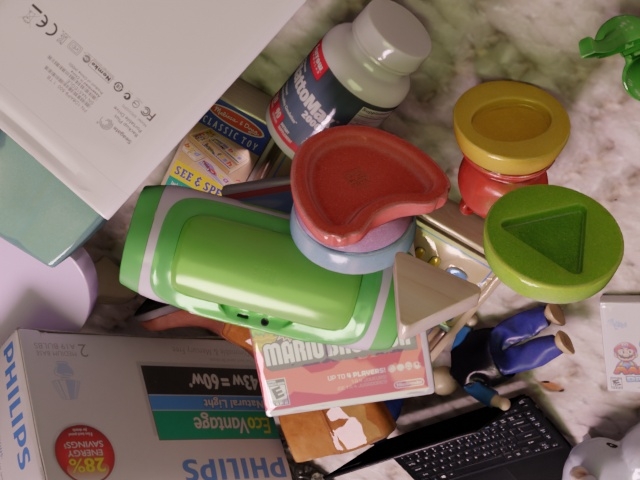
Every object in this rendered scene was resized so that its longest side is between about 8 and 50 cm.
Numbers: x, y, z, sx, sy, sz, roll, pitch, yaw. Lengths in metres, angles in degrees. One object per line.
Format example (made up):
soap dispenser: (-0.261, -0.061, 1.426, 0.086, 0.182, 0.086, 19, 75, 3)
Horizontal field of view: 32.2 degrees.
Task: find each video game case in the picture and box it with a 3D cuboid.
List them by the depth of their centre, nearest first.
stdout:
video game case: (0.012, 0.059, 1.274, 0.204, 0.025, 0.285, -9, 108, 4)
video game case: (0.416, 0.125, 1.319, 0.157, 0.019, 0.143, -1, 126, 21)

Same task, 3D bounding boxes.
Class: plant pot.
plant pot: (-0.269, -0.097, 1.225, 0.166, 0.165, 0.234, 32, 93, -6)

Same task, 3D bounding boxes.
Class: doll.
doll: (0.213, 0.146, 1.357, 0.189, 0.129, 0.046, -27, 152, 28)

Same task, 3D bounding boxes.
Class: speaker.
speaker: (-0.056, 0.030, 1.186, 0.297, 0.131, 0.131, 14, 131, -4)

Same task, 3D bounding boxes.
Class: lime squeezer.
lime squeezer: (0.322, -0.157, 1.087, 0.059, 0.110, 0.310, -36, 141, 20)

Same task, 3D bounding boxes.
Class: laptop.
laptop: (0.184, 0.301, 1.442, 0.234, 0.136, 0.264, -24, 122, 31)

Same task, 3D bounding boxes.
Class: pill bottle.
pill bottle: (0.031, -0.166, 1.172, 0.108, 0.108, 0.180, 36, 129, -10)

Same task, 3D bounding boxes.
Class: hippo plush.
hippo plush: (0.414, 0.343, 1.407, 0.294, 0.234, 0.236, -31, 81, 20)

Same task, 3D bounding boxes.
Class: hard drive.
hard drive: (-0.182, -0.228, 1.107, 0.233, 0.047, 0.353, 42, 95, -8)

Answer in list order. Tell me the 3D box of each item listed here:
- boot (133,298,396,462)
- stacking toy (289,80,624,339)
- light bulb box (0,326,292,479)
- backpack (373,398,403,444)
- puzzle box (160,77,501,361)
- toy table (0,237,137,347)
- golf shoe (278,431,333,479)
boot: (-0.071, 0.155, 1.397, 0.264, 0.096, 0.280, -17, 114, 15)
stacking toy: (0.133, -0.004, 1.112, 0.309, 0.279, 0.130, -14, 142, -15)
light bulb box: (-0.296, 0.299, 1.472, 0.358, 0.225, 0.361, 7, 143, -40)
backpack: (0.045, 0.223, 1.478, 0.120, 0.101, 0.098, 23, 138, -4)
puzzle box: (0.000, 0.000, 1.350, 0.409, 0.052, 0.272, 29, 130, -4)
toy table: (-0.360, 0.033, 1.434, 0.274, 0.161, 0.252, -24, 116, 34)
golf shoe: (-0.062, 0.371, 1.647, 0.273, 0.105, 0.120, 51, 141, -13)
